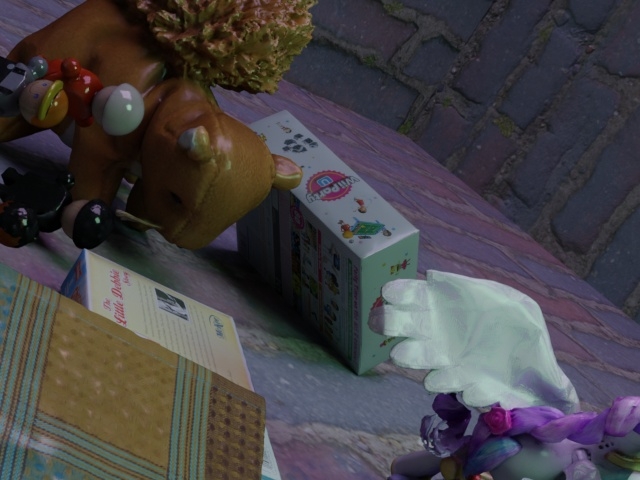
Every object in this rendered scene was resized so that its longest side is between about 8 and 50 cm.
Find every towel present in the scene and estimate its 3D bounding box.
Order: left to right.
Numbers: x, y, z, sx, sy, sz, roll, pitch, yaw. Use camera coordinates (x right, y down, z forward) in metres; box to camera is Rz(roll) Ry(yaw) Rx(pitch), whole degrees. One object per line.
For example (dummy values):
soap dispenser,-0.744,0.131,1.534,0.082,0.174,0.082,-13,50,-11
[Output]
towel,-0.205,0.144,0.893,0.370,0.040,0.271,30,33,-21

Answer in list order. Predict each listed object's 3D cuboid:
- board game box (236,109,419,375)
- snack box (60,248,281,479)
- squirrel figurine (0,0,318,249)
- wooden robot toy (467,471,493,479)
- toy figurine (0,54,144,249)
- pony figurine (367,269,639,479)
board game box,0.000,0.000,1.603,0.097,0.224,0.303,-26,49,-24
snack box,-0.155,0.130,1.148,0.187,0.060,0.322,27,15,-22
squirrel figurine,-0.178,-0.185,1.483,0.281,0.397,0.370,26,6,-45
wooden robot toy,0.230,0.287,1.439,0.076,0.079,0.173,33,13,-3
toy figurine,-0.302,-0.093,1.265,0.148,0.213,0.209,23,9,17
pony figurine,0.204,0.198,1.125,0.351,0.363,0.303,0,64,-21
